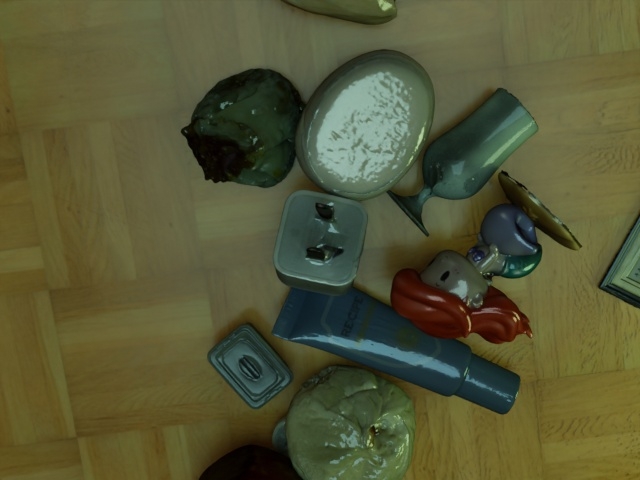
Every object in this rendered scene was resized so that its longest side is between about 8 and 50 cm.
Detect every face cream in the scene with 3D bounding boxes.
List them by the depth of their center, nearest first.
[{"bbox_3d":[0.124,0.163,1.459,0.385,0.086,0.135,24,64,-3],"label":"face cream"}]

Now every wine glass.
[{"bbox_3d":[0.210,-0.119,1.400,0.231,0.103,0.103,-44,97,5],"label":"wine glass"}]

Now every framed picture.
[{"bbox_3d":[0.563,0.032,1.468,0.199,0.010,0.195,26,100,-4],"label":"framed picture"}]

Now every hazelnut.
[{"bbox_3d":[-0.093,0.420,1.446,0.218,0.234,0.218,2,85,-24],"label":"hazelnut"}]

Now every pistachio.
[{"bbox_3d":[0.012,-0.384,1.336,0.229,0.157,0.157,22,100,-9],"label":"pistachio"}]

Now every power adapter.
[{"bbox_3d":[0.000,0.000,1.355,0.125,0.205,0.130,13,79,2],"label":"power adapter"}]

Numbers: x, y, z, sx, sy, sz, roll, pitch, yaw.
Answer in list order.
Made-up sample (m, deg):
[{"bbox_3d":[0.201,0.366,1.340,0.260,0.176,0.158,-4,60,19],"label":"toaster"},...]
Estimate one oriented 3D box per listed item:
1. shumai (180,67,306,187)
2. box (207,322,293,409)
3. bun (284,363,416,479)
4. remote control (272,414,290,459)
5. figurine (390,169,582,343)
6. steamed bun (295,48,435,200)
[{"bbox_3d":[-0.110,-0.165,1.375,0.184,0.142,0.184,0,104,1],"label":"shumai"},{"bbox_3d":[-0.108,0.192,1.480,0.089,0.062,0.122,-40,96,7],"label":"box"},{"bbox_3d":[0.054,0.291,1.420,0.220,0.134,0.220,11,67,-27],"label":"bun"},{"bbox_3d":[0.025,0.347,1.517,0.221,0.042,0.078,26,99,-5],"label":"remote control"},{"bbox_3d":[0.246,0.053,1.391,0.257,0.208,0.181,-45,61,7],"label":"figurine"},{"bbox_3d":[0.065,-0.171,1.376,0.177,0.131,0.228,32,96,-10],"label":"steamed bun"}]
